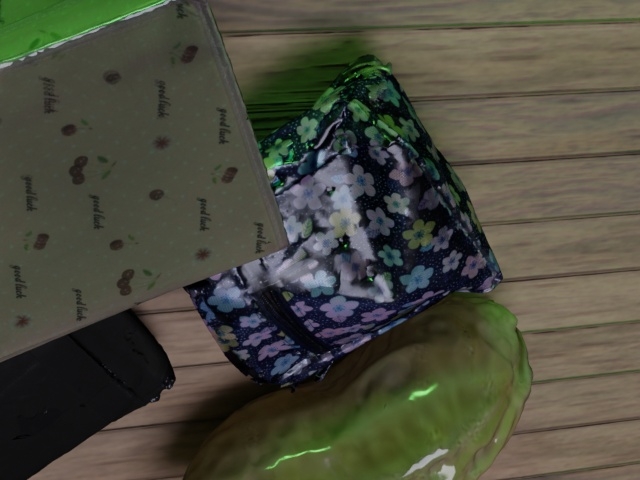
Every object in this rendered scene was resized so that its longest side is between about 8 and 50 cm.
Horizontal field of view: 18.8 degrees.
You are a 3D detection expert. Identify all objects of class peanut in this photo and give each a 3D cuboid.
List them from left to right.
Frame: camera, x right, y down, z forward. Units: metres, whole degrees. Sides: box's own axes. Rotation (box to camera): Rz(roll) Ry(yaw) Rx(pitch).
[{"bbox_3d":[0.023,0.157,1.483,0.313,0.149,0.149,-25,138,-1],"label":"peanut"}]

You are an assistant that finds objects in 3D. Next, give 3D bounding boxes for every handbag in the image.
[{"bbox_3d":[-0.243,0.094,1.335,0.223,0.080,0.247,-33,138,7],"label":"handbag"},{"bbox_3d":[0.000,0.000,1.327,0.208,0.126,0.228,-27,138,9],"label":"handbag"}]

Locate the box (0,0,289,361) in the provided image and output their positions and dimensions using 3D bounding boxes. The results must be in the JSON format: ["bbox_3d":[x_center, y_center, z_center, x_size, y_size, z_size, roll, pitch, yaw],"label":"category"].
[{"bbox_3d":[-0.201,-0.065,1.120,0.297,0.190,0.225,-22,138,-3],"label":"box"}]
